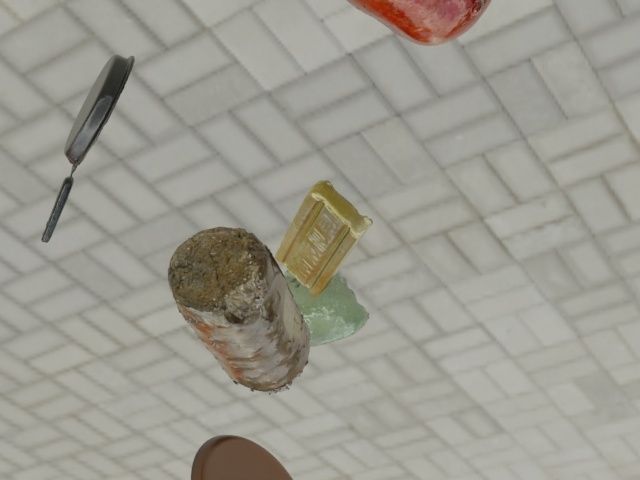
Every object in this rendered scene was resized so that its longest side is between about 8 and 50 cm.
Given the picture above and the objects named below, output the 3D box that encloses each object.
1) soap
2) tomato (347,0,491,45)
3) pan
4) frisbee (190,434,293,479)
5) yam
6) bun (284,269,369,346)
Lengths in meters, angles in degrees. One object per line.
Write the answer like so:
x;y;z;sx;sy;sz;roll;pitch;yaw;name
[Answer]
-0.001;0.001;1.496;0.092;0.037;0.252;43;155;6;soap
0.101;-0.296;1.097;0.187;0.187;0.151;21;167;-24;tomato
-0.265;-0.101;1.161;0.028;0.136;0.235;24;105;-18;pan
-0.096;0.400;1.580;0.021;0.251;0.251;-36;130;24;frisbee
-0.093;0.080;1.229;0.129;0.128;0.238;-1;151;14;yam
-0.015;0.106;1.807;0.204;0.126;0.212;-19;-171;-36;bun
